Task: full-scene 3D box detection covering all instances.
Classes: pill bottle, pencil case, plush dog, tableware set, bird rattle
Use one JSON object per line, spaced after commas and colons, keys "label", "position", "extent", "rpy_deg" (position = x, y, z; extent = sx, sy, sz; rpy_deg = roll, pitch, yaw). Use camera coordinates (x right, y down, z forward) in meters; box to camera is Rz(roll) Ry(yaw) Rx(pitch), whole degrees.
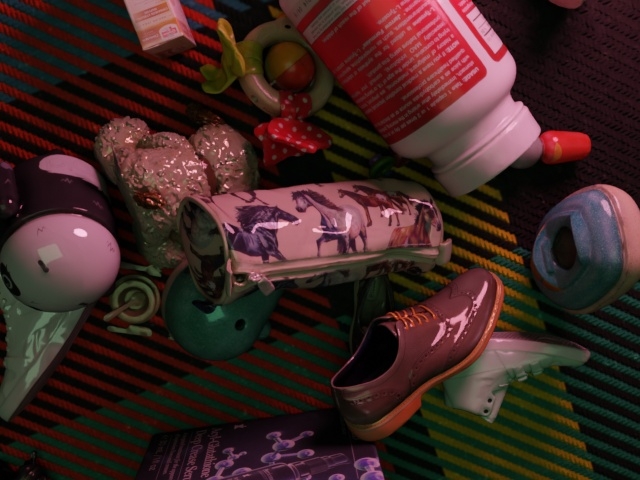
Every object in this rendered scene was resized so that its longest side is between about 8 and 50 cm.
{"label": "pill bottle", "position": [0.145, -0.277, 1.074], "extent": [0.229, 0.229, 0.408], "rpy_deg": [-39, 98, 3]}
{"label": "pencil case", "position": [0.000, 0.000, 1.063], "extent": [0.410, 0.184, 0.160], "rpy_deg": [-7, 134, -30]}
{"label": "plush dog", "position": [-0.203, -0.103, 1.120], "extent": [0.225, 0.210, 0.263], "rpy_deg": [-27, 101, -24]}
{"label": "tableware set", "position": [-0.267, 0.112, 1.208], "extent": [0.194, 0.039, 0.128], "rpy_deg": [9, 98, -4]}
{"label": "bird rattle", "position": [-0.060, -0.253, 1.109], "extent": [0.253, 0.143, 0.207], "rpy_deg": [42, 65, 1]}

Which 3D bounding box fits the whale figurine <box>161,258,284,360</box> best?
{"label": "whale figurine", "position": [-0.118, 0.082, 1.135], "extent": [0.272, 0.141, 0.216], "rpy_deg": [-32, 121, -20]}

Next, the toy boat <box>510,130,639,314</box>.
{"label": "toy boat", "position": [0.392, -0.039, 1.145], "extent": [0.148, 0.267, 0.319], "rpy_deg": [-4, 68, -9]}

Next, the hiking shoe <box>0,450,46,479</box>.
{"label": "hiking shoe", "position": [-0.587, 0.445, 1.233], "extent": [0.226, 0.086, 0.114], "rpy_deg": [-18, 86, -6]}

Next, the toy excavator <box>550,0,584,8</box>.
{"label": "toy excavator", "position": [0.215, -0.569, 1.052], "extent": [0.433, 0.445, 0.222], "rpy_deg": [41, 97, 33]}

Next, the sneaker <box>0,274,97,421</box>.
{"label": "sneaker", "position": [-0.499, 0.139, 1.174], "extent": [0.169, 0.108, 0.293], "rpy_deg": [31, 86, -5]}

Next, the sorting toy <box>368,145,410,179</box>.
{"label": "sorting toy", "position": [0.110, -0.138, 1.180], "extent": [0.101, 0.061, 0.042], "rpy_deg": [-25, 67, -33]}

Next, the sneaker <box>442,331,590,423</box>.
{"label": "sneaker", "position": [0.335, 0.240, 1.230], "extent": [0.255, 0.094, 0.151], "rpy_deg": [1, 93, 7]}

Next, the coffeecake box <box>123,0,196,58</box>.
{"label": "coffeecake box", "position": [-0.263, -0.383, 1.080], "extent": [0.068, 0.142, 0.186], "rpy_deg": [-20, 99, 1]}

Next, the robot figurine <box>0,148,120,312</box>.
{"label": "robot figurine", "position": [-0.400, -0.017, 1.067], "extent": [0.209, 0.278, 0.174], "rpy_deg": [7, 127, -30]}

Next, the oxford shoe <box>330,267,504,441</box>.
{"label": "oxford shoe", "position": [0.164, 0.156, 1.142], "extent": [0.363, 0.130, 0.133], "rpy_deg": [-44, 127, -20]}

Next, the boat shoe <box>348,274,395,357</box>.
{"label": "boat shoe", "position": [0.091, 0.152, 1.215], "extent": [0.080, 0.073, 0.224], "rpy_deg": [-1, 98, -2]}

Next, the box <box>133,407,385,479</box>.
{"label": "box", "position": [-0.092, 0.443, 1.140], "extent": [0.395, 0.293, 0.212], "rpy_deg": [-8, 99, -2]}
